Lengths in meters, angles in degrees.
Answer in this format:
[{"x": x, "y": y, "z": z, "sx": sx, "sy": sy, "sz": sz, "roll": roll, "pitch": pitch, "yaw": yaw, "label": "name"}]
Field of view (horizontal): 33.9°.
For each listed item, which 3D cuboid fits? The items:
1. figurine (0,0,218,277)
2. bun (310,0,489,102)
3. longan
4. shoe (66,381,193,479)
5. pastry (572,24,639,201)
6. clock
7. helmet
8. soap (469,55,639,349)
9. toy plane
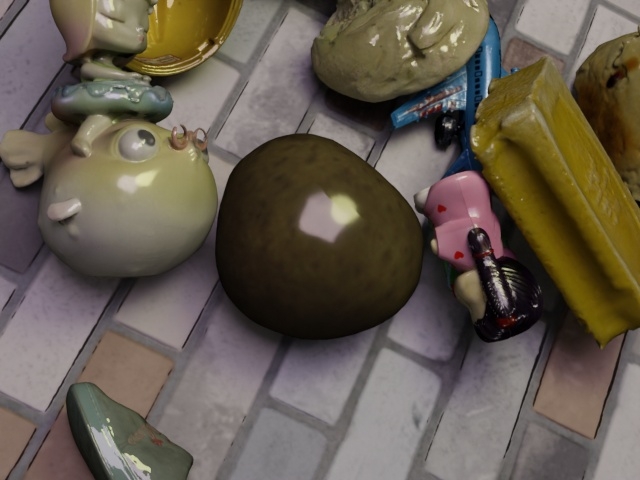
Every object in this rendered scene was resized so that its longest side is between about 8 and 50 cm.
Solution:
[{"x": -0.258, "y": -0.152, "z": 1.185, "sx": 0.274, "sy": 0.226, "sz": 0.394, "roll": -5, "pitch": 89, "yaw": 23, "label": "figurine"}, {"x": 0.094, "y": -0.286, "z": 1.364, "sx": 0.237, "sy": 0.116, "sz": 0.210, "roll": -22, "pitch": 47, "yaw": 1, "label": "bun"}, {"x": 0.000, "y": 0.000, "z": 1.201, "sx": 0.246, "sy": 0.215, "sz": 0.246, "roll": 1, "pitch": 88, "yaw": -24, "label": "longan"}, {"x": -0.178, "y": 0.248, "z": 1.103, "sx": 0.100, "sy": 0.103, "sz": 0.251, "roll": -26, "pitch": 80, "yaw": -22, "label": "shoe"}, {"x": 0.492, "y": -0.179, "z": 1.431, "sx": 0.236, "sy": 0.170, "sz": 0.256, "roll": -6, "pitch": 73, "yaw": -14, "label": "pastry"}, {"x": 0.190, "y": 0.026, "z": 1.247, "sx": 0.100, "sy": 0.194, "sz": 0.195, "roll": -21, "pitch": 79, "yaw": 4, "label": "clock"}, {"x": -0.210, "y": -0.339, "z": 1.322, "sx": 0.205, "sy": 0.140, "sz": 0.257, "roll": 9, "pitch": 100, "yaw": -27, "label": "helmet"}, {"x": 0.302, "y": -0.050, "z": 1.260, "sx": 0.315, "sy": 0.091, "sz": 0.199, "roll": 56, "pitch": 30, "yaw": -16, "label": "soap"}, {"x": 0.213, "y": -0.183, "z": 1.395, "sx": 0.254, "sy": 0.105, "sz": 0.271, "roll": 6, "pitch": 64, "yaw": -12, "label": "toy plane"}]
